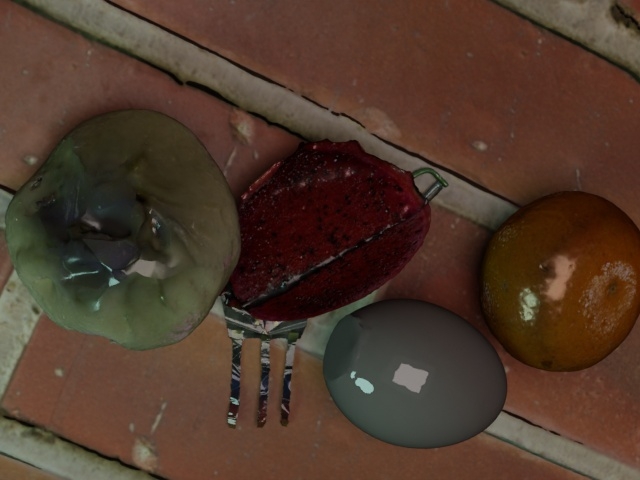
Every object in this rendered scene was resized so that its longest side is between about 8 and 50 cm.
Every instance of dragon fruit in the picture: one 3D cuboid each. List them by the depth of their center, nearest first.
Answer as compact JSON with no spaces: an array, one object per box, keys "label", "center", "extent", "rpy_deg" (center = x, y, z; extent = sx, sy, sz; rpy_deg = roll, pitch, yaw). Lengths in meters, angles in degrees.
[{"label":"dragon fruit","center":[0.000,0.000,1.865],"extent":[0.261,0.163,0.189],"rpy_deg":[-29,125,2]}]

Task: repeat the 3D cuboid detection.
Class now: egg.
[{"label":"egg","center":[0.119,0.162,1.909],"extent":[0.231,0.176,0.176],"rpy_deg":[15,95,-20]}]

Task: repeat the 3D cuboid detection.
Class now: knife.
[{"label":"knife","center":[0.067,-0.014,1.943],"extent":[0.212,0.015,0.054],"rpy_deg":[-45,107,-7]}]

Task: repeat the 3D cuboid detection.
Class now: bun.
[{"label":"bun","center":[-0.217,-0.009,1.774],"extent":[0.272,0.168,0.273],"rpy_deg":[0,85,4]}]

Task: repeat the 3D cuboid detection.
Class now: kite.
[{"label":"kite","center":[-0.067,0.110,1.934],"extent":[0.141,0.015,0.245],"rpy_deg":[2,98,-13]}]

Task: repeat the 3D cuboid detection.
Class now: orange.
[{"label":"orange","center":[0.296,0.048,1.943],"extent":[0.224,0.170,0.224],"rpy_deg":[-12,112,-33]}]
